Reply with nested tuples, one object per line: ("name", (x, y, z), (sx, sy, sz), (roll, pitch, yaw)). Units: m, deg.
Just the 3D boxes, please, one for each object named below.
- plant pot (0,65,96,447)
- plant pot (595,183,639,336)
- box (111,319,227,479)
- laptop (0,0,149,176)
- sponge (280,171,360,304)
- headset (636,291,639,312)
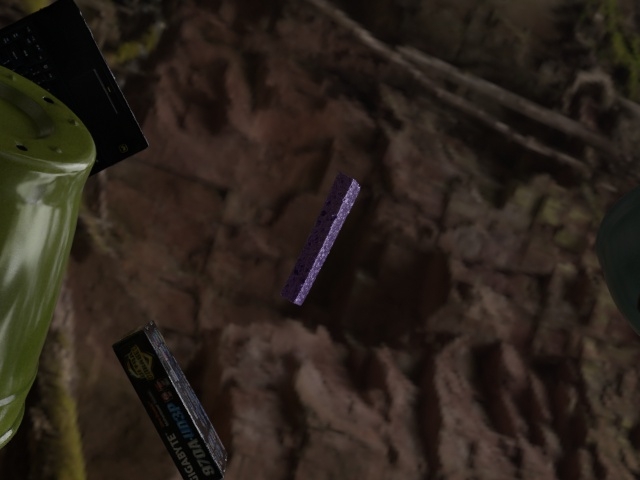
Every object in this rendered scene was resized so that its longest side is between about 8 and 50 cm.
("plant pot", (-0.423, -0.006, 1.445), (0.353, 0.366, 0.366), (-58, -152, 20))
("plant pot", (0.553, 0.066, 1.886), (0.293, 0.293, 0.196), (-47, -152, 39))
("box", (-0.196, 0.216, 1.745), (0.051, 0.220, 0.175), (-29, -177, -2))
("laptop", (-0.381, -0.144, 1.696), (0.264, 0.234, 0.136), (-27, -155, -3))
("sponge", (0.000, 0.000, 2.025), (0.210, 0.031, 0.117), (-63, 174, -1))
("headset", (0.582, 0.079, 1.542), (0.185, 0.394, 0.243), (-51, 147, -42))
